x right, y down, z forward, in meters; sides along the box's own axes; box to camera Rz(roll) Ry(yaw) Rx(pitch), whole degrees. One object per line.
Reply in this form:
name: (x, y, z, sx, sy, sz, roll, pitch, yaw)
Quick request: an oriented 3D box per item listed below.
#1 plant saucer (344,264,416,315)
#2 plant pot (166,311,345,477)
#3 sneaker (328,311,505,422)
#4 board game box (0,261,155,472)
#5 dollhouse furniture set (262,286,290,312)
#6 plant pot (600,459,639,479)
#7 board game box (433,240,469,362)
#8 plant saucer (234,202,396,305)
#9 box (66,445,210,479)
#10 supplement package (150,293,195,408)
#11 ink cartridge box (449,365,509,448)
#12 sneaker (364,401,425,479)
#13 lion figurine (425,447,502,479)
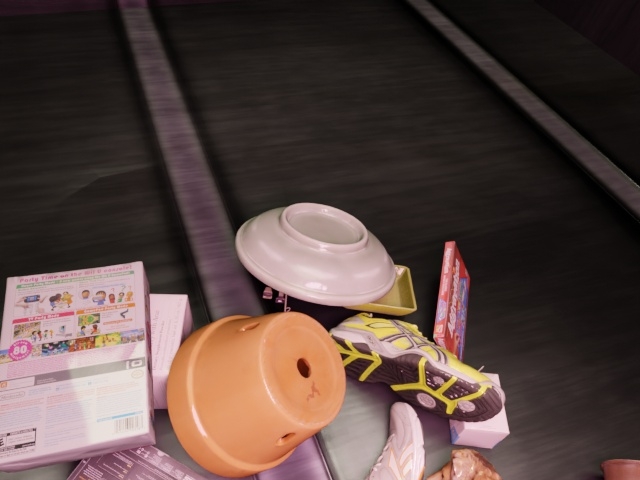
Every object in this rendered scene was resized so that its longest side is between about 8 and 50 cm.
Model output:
plant saucer: (0.128, 0.118, 1.171, 0.189, 0.045, 0.188, 8, 29, -1)
plant pot: (-0.094, 0.253, 0.863, 0.291, 0.204, 0.290, 31, 43, -34)
sneaker: (0.192, 0.237, 0.992, 0.385, 0.145, 0.147, 19, 41, 31)
board game box: (-0.399, 0.197, 0.799, 0.224, 0.097, 0.303, -7, 60, -13)
dollhouse furniture set: (-0.089, 0.129, 1.117, 0.091, 0.114, 0.081, 6, 54, -6)
plant pot: (0.601, 0.510, 0.867, 0.167, 0.167, 0.165, 17, 58, 6)
board game box: (0.316, 0.151, 1.138, 0.027, 0.145, 0.281, -10, 42, 30)
plant saucer: (0.000, 0.000, 1.154, 0.401, 0.100, 0.400, 12, 28, -7)
box: (-0.330, 0.459, 0.836, 0.231, 0.056, 0.183, 23, 51, 13)
supplement package: (-0.414, 0.220, 0.950, 0.293, 0.175, 0.177, 2, 52, -6)
ink cartridge box: (0.322, 0.344, 1.003, 0.090, 0.092, 0.143, 6, 48, -2)
sneaker: (0.134, 0.431, 0.903, 0.121, 0.099, 0.262, 3, 48, 0)
lion figurine: (0.270, 0.490, 0.735, 0.142, 0.392, 0.239, 2, 83, 0)
